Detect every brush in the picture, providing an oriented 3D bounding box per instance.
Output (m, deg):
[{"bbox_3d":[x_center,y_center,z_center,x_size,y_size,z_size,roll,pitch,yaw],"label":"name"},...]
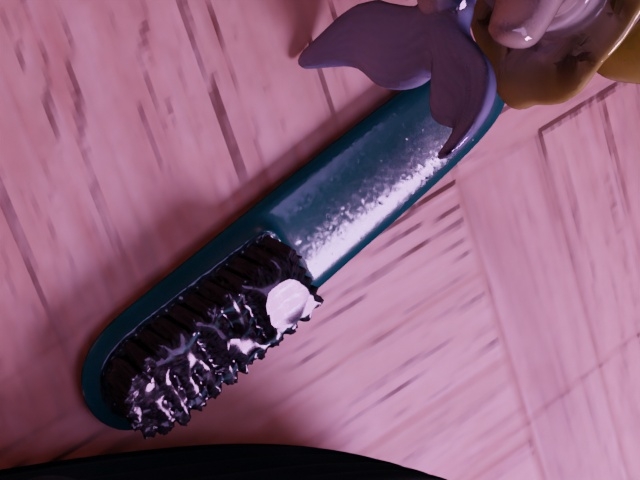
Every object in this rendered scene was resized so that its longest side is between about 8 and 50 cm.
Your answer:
[{"bbox_3d":[0.000,0.000,0.653,0.193,0.032,0.043,-39,123,-15],"label":"brush"}]

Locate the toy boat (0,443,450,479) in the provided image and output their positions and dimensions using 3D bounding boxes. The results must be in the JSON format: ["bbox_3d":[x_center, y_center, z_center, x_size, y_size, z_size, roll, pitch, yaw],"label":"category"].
[{"bbox_3d":[-0.037,0.118,0.632,0.246,0.093,0.103,-3,128,-34],"label":"toy boat"}]

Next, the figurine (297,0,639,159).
[{"bbox_3d":[0.094,-0.105,0.629,0.208,0.128,0.184,-42,127,-5],"label":"figurine"}]
